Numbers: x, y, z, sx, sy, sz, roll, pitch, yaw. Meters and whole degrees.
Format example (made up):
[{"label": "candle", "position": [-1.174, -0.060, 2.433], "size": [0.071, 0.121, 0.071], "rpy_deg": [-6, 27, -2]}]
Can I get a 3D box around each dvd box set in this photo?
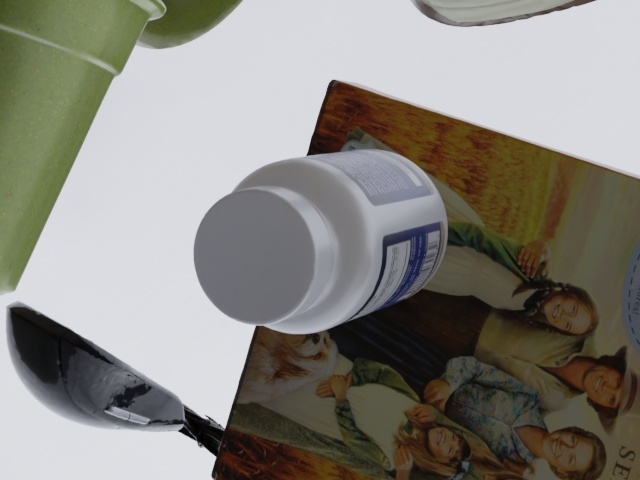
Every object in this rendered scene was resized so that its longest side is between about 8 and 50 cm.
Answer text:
[{"label": "dvd box set", "position": [0.141, 0.096, 1.001], "size": [0.420, 0.062, 0.307], "rpy_deg": [22, -81, 32]}]

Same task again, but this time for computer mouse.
[{"label": "computer mouse", "position": [-0.134, 0.138, 1.190], "size": [0.184, 0.262, 0.060], "rpy_deg": [26, -100, 30]}]

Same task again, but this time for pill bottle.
[{"label": "pill bottle", "position": [0.000, 0.000, 0.849], "size": [0.094, 0.169, 0.094], "rpy_deg": [3, -84, 23]}]

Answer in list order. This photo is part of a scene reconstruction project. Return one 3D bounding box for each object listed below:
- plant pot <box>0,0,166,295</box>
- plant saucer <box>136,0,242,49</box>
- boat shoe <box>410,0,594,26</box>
[{"label": "plant pot", "position": [-0.088, -0.031, 0.375], "size": [0.083, 0.083, 0.079], "rpy_deg": [15, -92, 39]}, {"label": "plant saucer", "position": [-0.121, -0.282, 1.328], "size": [0.241, 0.037, 0.241], "rpy_deg": [-17, -117, 38]}, {"label": "boat shoe", "position": [0.134, -0.145, 0.508], "size": [0.257, 0.095, 0.095], "rpy_deg": [-19, -125, 15]}]
